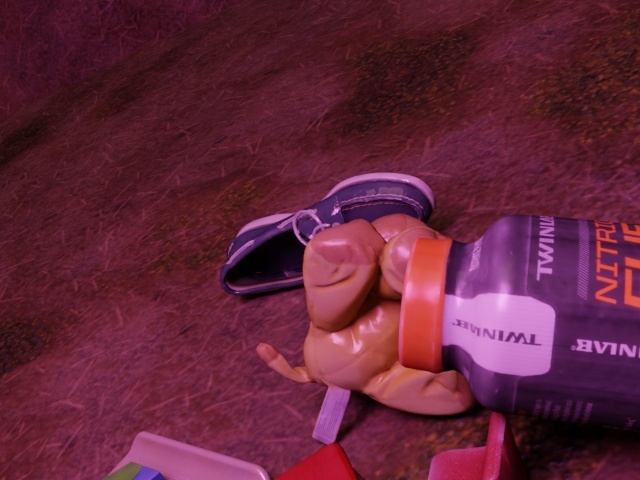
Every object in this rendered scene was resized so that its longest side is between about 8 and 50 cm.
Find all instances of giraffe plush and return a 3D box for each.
[{"bbox_3d":[0.062,0.051,0.742,0.210,0.181,0.170,-54,3,32],"label":"giraffe plush"}]

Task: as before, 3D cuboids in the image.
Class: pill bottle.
[{"bbox_3d":[0.175,0.052,0.550,0.245,0.130,0.130,5,39,12],"label":"pill bottle"}]

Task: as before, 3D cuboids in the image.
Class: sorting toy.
[{"bbox_3d":[-0.163,0.251,0.716,0.193,0.038,0.208,2,42,43],"label":"sorting toy"}]

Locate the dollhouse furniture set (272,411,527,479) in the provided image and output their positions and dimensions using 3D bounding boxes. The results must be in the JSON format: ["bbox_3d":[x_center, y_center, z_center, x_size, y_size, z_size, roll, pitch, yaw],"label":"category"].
[{"bbox_3d":[0.088,0.196,0.459,0.201,0.152,0.374,-31,29,-3],"label":"dollhouse furniture set"}]

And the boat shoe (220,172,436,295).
[{"bbox_3d":[0.000,0.000,0.906,0.254,0.095,0.079,-13,31,30],"label":"boat shoe"}]
